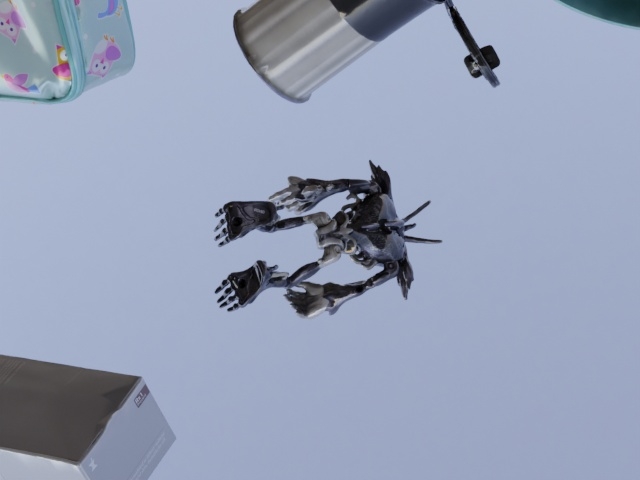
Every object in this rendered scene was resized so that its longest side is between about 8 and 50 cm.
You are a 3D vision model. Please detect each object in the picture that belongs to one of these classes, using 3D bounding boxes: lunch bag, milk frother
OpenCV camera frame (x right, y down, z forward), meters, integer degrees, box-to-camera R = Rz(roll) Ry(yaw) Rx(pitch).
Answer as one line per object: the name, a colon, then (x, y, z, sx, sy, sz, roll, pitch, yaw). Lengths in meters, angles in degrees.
lunch bag: (-0.321, -0.253, 1.762, 0.279, 0.224, 0.108, 9, -148, 37)
milk frother: (0.039, -0.143, 1.284, 0.134, 0.129, 0.143, -34, -102, 27)

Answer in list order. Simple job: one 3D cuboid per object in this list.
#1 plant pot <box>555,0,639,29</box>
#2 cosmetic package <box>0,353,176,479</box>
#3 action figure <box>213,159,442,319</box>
plant pot: (0.309, -0.365, 1.571, 0.293, 0.293, 0.235, -2, -123, 31)
cosmetic package: (-0.284, 0.201, 1.865, 0.238, 0.107, 0.127, 9, -132, 35)
action figure: (0.000, 0.000, 1.970, 0.141, 0.275, 0.164, -14, -96, 47)
